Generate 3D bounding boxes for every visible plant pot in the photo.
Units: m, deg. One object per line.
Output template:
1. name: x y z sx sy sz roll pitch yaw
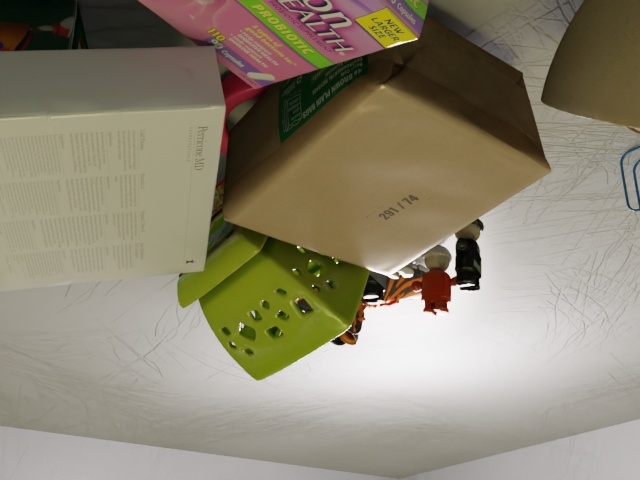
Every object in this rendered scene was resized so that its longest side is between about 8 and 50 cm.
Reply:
1. plant pot: -0.073 0.040 1.228 0.207 0.228 0.227 41 129 -16
2. plant pot: 0.402 -0.229 0.877 0.284 0.284 0.191 2 109 -8

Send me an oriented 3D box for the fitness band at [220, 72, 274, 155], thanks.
1. fitness band: -0.022 -0.167 1.170 0.290 0.054 0.209 10 150 -24

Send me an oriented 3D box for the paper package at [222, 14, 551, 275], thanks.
1. paper package: 0.077 -0.119 1.052 0.309 0.168 0.325 18 142 -34

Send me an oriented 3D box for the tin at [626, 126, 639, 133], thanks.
1. tin: 0.522 -0.209 1.140 0.189 0.040 0.106 -23 142 35

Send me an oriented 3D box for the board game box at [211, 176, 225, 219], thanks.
1. board game box: -0.111 -0.058 1.339 0.146 0.045 0.193 19 137 -41

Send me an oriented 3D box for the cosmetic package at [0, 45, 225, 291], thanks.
1. cosmetic package: -0.273 -0.070 0.961 0.284 0.098 0.377 -3 152 -14

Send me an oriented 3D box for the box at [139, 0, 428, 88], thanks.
1. box: -0.045 -0.278 0.803 0.243 0.117 0.213 -7 151 43

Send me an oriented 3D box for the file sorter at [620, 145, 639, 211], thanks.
1. file sorter: 0.580 -0.085 1.296 0.170 0.118 0.104 20 149 -35

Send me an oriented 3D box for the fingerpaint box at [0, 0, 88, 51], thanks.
1. fingerpaint box: -0.491 -0.126 1.102 0.370 0.163 0.445 0 151 -5

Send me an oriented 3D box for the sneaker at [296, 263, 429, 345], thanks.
1. sneaker: 0.093 0.130 1.611 0.321 0.180 0.124 8 151 -18

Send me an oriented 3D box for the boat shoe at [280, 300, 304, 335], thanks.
1. boat shoe: -0.063 0.156 1.752 0.116 0.123 0.324 -28 152 -25

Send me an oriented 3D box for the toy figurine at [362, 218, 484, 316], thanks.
1. toy figurine: 0.183 0.032 1.482 0.209 0.148 0.213 11 153 -12
